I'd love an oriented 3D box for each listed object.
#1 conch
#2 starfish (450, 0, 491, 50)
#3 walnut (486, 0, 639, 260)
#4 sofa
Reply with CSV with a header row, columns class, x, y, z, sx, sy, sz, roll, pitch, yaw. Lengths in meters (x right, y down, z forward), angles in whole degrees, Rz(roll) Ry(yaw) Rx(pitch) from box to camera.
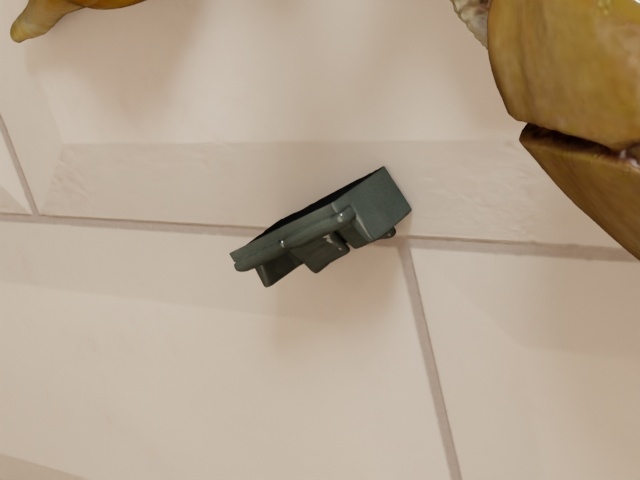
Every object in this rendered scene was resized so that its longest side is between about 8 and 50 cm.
class,x,y,z,sx,sy,sz,roll,pitch,yaw
conch,-0.209,-0.238,0.861,0.330,0.093,0.109,-17,103,43
starfish,0.061,-0.277,0.537,0.398,0.383,0.132,-63,34,37
walnut,0.207,-0.089,0.547,0.298,0.203,0.203,42,136,-6
sofa,0.000,0.000,0.858,0.147,0.085,0.060,-25,97,44
